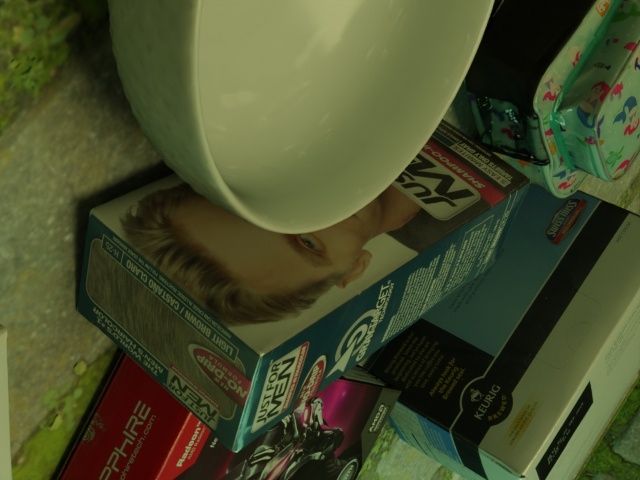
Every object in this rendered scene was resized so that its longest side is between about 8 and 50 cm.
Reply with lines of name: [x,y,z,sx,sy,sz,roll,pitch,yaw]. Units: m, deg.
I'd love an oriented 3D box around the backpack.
backpack: [0.275,-0.170,1.117,0.225,0.191,0.253,-54,154,-15]

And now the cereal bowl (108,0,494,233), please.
cereal bowl: [-0.015,-0.184,0.683,0.339,0.141,0.339,-37,142,-36]

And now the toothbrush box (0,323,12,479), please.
toothbrush box: [-0.302,0.091,0.389,0.295,0.216,0.126,-26,135,-45]

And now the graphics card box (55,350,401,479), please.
graphics card box: [-0.078,0.206,0.953,0.233,0.094,0.371,-63,151,1]

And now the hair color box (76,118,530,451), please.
hair color box: [0.000,0.000,0.813,0.347,0.174,0.105,-30,148,-43]

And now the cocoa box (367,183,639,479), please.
cocoa box: [0.256,0.127,1.269,0.347,0.228,0.231,-53,150,-15]
